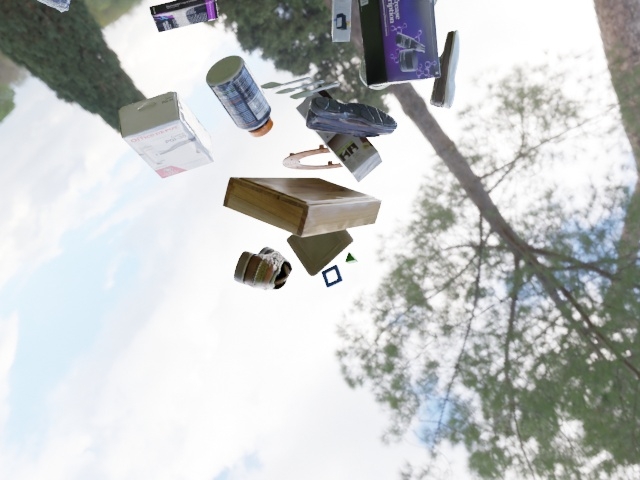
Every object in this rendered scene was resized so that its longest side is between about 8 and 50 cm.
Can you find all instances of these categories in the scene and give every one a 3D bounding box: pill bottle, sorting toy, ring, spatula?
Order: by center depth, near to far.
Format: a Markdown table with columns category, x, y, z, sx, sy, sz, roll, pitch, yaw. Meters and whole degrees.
| category | x | y | z | sx | sy | sz | roll | pitch | yaw |
| --- | --- | --- | --- | --- | --- | --- | --- | --- | --- |
| pill bottle | -0.231 | -0.422 | 1.848 | 0.130 | 0.246 | 0.131 | -14 | -130 | 18 |
| spatula | -0.064 | -0.493 | 1.956 | 0.168 | 0.019 | 0.242 | 20 | -146 | 33 |
| sorting toy | 0.000 | 0.000 | 2.101 | 0.196 | 0.047 | 0.348 | -41 | -116 | 12 |
| ring | 0.021 | -0.315 | 2.309 | 0.336 | 0.336 | 0.032 | -11 | -98 | 39 |

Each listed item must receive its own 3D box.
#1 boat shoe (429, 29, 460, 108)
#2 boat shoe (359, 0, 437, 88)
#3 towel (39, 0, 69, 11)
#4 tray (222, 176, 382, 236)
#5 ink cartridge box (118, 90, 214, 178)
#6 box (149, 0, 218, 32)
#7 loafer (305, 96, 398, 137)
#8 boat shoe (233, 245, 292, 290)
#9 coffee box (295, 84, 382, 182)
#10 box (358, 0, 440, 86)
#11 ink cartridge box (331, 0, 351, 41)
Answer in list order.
| category | x | y | z | sx | sy | sz | roll | pitch | yaw |
| --- | --- | --- | --- | --- | --- | --- | --- | --- | --- |
| boat shoe | 0.526 | -0.726 | 2.602 | 0.096 | 0.325 | 0.116 | 14 | -154 | 26 |
| boat shoe | 0.291 | -0.785 | 2.200 | 0.501 | 0.186 | 0.156 | -65 | 172 | 23 |
| towel | -0.722 | -0.768 | 1.593 | 0.034 | 0.209 | 0.285 | 14 | -93 | 67 |
| tray | -0.024 | -0.091 | 1.446 | 0.202 | 0.411 | 0.076 | 22 | -77 | 23 |
| ink cartridge box | -0.502 | -0.340 | 2.020 | 0.207 | 0.283 | 0.117 | -16 | -114 | 8 |
| box | -0.339 | -0.569 | 1.533 | 0.162 | 0.029 | 0.116 | -18 | -179 | -7 |
| loafer | 0.094 | -0.370 | 1.915 | 0.095 | 0.302 | 0.109 | -60 | -147 | 39 |
| boat shoe | -0.128 | 0.084 | 1.564 | 0.307 | 0.104 | 0.111 | -19 | 126 | -79 |
| coffee box | 0.065 | -0.351 | 2.048 | 0.119 | 0.297 | 0.168 | -41 | 169 | 5 |
| box | 0.210 | -0.555 | 1.635 | 0.184 | 0.262 | 0.103 | -14 | -167 | -29 |
| ink cartridge box | 0.083 | -0.911 | 2.486 | 0.072 | 0.175 | 0.128 | -1 | -144 | -1 |
